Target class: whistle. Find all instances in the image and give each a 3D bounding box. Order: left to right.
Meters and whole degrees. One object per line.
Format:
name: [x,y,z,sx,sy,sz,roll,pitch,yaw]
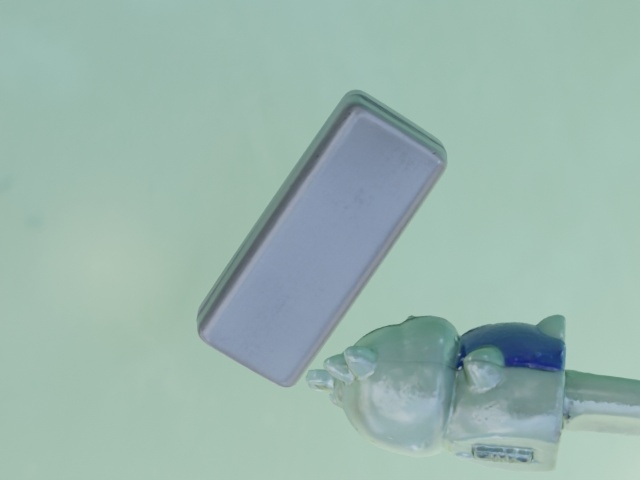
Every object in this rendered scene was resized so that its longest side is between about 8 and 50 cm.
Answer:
whistle: [0.112,0.093,1.129,0.244,0.092,0.110,3,153,7]

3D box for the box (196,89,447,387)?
box: [0.000,0.000,1.491,0.103,0.055,0.244,31,106,-13]
